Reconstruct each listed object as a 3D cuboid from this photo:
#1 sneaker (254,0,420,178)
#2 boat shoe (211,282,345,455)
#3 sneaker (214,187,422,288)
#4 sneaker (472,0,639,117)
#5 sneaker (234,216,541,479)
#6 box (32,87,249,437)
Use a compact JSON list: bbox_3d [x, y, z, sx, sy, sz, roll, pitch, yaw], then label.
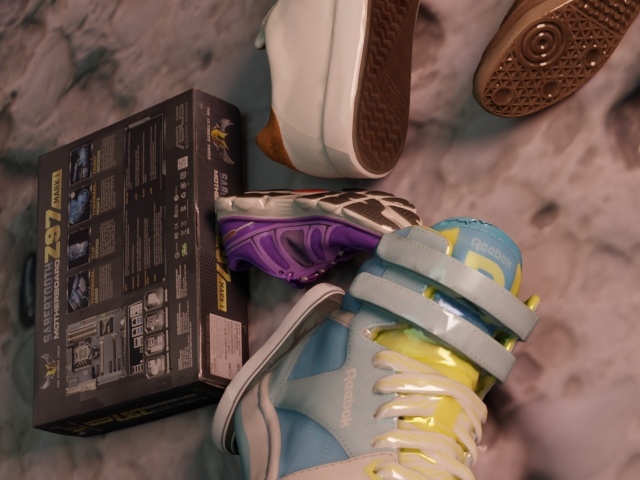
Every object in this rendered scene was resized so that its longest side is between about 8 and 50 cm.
[{"bbox_3d":[0.008,-0.189,1.021,0.123,0.106,0.290,4,78,39],"label":"sneaker"},{"bbox_3d":[-0.023,0.094,0.986,0.142,0.049,0.040,-55,49,8],"label":"boat shoe"},{"bbox_3d":[0.000,0.000,1.003,0.170,0.068,0.071,2,99,42],"label":"sneaker"},{"bbox_3d":[0.164,-0.160,0.919,0.188,0.066,0.071,-46,34,12],"label":"sneaker"},{"bbox_3d":[0.056,0.095,0.808,0.208,0.127,0.319,-53,23,8],"label":"sneaker"},{"bbox_3d":[-0.141,0.021,1.106,0.183,0.059,0.233,-19,64,35],"label":"box"}]
